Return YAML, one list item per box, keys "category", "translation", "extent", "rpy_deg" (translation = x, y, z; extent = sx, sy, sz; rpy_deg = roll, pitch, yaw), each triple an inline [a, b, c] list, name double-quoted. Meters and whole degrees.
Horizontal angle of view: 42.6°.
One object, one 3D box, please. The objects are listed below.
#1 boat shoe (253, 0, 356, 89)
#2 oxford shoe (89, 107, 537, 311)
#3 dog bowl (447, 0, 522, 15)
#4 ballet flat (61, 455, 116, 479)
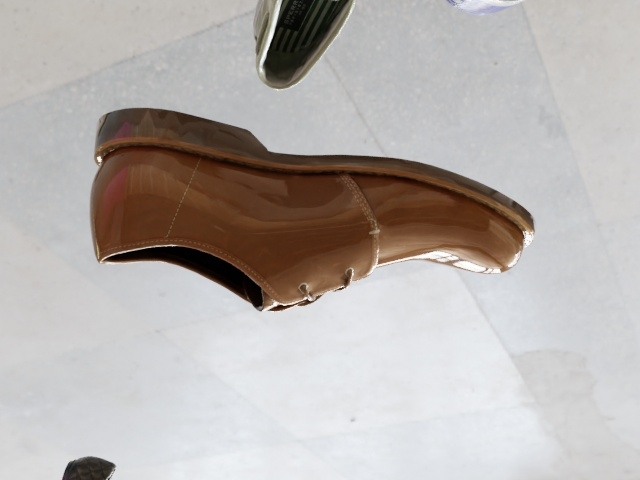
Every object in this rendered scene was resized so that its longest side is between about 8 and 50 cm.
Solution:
- category: "boat shoe"
  translation: [0.014, -0.248, 0.709]
  extent: [0.109, 0.094, 0.302]
  rpy_deg: [10, 148, -15]
- category: "oxford shoe"
  translation: [0.000, 0.000, 0.381]
  extent: [0.212, 0.076, 0.076]
  rpy_deg: [8, 161, -13]
- category: "dog bowl"
  translation: [0.341, -0.601, 1.677]
  extent: [0.265, 0.264, 0.104]
  rpy_deg: [20, 168, -24]
- category: "ballet flat"
  translation: [-0.240, 0.304, 0.818]
  extent: [0.049, 0.173, 0.057]
  rpy_deg: [3, 165, 5]
